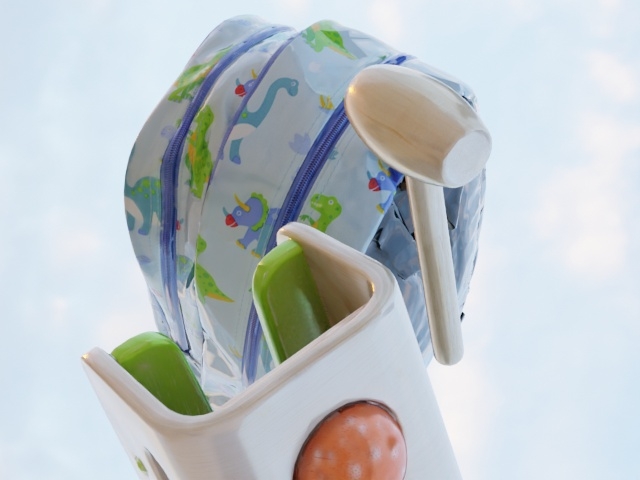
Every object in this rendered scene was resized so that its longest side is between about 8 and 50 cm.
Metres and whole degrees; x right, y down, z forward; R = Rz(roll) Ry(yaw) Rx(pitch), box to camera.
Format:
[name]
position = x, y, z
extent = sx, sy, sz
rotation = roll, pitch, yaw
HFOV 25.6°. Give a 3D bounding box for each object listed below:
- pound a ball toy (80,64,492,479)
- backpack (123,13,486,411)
[pound a ball toy]
position = 0.034, 0.104, 0.678
extent = 0.136, 0.208, 0.319
rotation = 31, -33, 49
[backpack]
position = 0.000, 0.000, 1.000
extent = 0.273, 0.290, 0.355
rotation = 37, -16, 2
